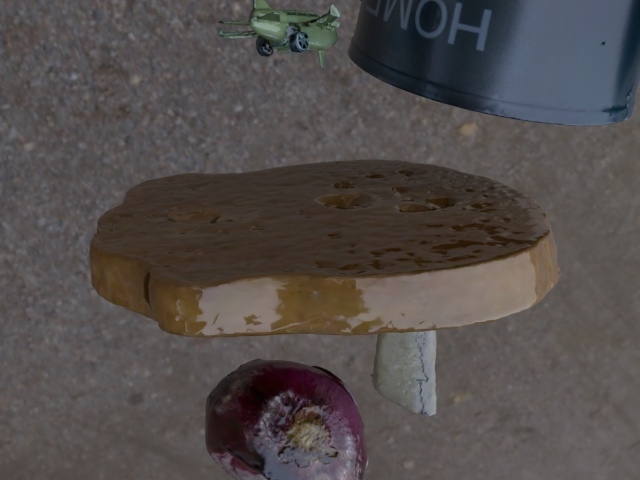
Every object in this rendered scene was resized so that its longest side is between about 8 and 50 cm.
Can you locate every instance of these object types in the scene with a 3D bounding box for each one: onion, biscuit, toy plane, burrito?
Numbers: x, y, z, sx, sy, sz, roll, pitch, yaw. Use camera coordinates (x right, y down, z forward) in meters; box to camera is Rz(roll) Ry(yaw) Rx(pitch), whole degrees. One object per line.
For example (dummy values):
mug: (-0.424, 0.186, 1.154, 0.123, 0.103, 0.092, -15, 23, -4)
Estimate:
onion: (-0.036, 0.189, 1.010, 0.135, 0.173, 0.198, -46, -168, -18)
biscuit: (0.000, 0.002, 0.834, 0.365, 0.385, 0.062, -4, 106, -8)
toy plane: (-0.021, -0.154, 0.749, 0.102, 0.040, 0.111, 2, 178, 35)
burrito: (0.103, 0.097, 1.233, 0.060, 0.087, 0.226, -25, 118, -59)

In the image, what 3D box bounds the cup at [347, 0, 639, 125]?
cup: (0.154, -0.280, 0.832, 0.242, 0.308, 0.292, -2, 117, -27)
